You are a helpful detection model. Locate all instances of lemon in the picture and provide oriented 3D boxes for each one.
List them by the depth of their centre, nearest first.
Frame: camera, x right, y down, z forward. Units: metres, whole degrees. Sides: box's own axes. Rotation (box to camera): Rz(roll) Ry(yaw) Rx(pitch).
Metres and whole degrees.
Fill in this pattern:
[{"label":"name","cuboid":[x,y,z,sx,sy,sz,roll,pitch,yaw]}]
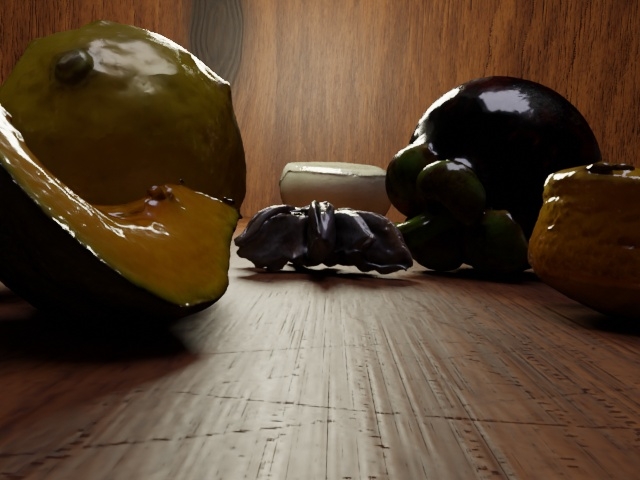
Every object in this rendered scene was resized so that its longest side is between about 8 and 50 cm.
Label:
[{"label":"lemon","cuboid":[-0.183,-0.075,0.650,0.234,0.233,0.288,4,-21,9]}]

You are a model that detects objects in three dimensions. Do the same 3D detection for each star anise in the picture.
[{"label":"star anise","cuboid":[0.000,0.000,0.870,0.236,0.093,0.229,6,-3,5]}]

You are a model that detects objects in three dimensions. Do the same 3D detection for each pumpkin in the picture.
[{"label":"pumpkin","cuboid":[-0.150,0.022,0.455,0.130,0.149,0.254,-39,-31,16]}]

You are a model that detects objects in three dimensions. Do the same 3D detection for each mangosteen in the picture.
[{"label":"mangosteen","cuboid":[0.246,-0.087,0.993,0.311,0.311,0.311,3,4,0]}]

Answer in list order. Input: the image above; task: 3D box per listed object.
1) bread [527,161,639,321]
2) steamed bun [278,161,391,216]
[{"label":"bread","cuboid":[0.323,0.004,0.603,0.270,0.142,0.195,2,6,17]},{"label":"steamed bun","cuboid":[0.037,-0.098,1.686,0.283,0.177,0.283,3,10,0]}]
